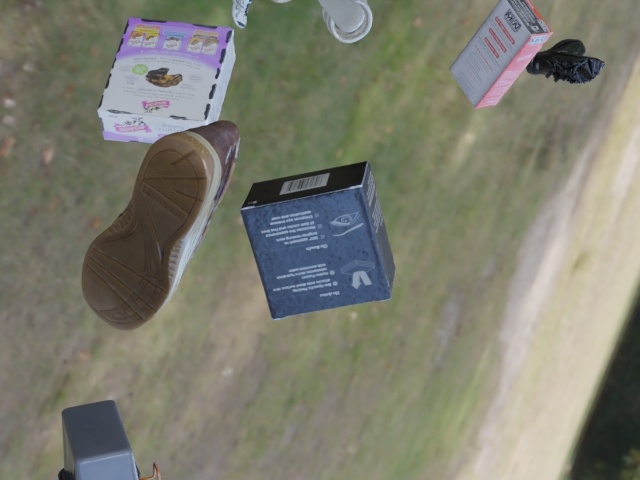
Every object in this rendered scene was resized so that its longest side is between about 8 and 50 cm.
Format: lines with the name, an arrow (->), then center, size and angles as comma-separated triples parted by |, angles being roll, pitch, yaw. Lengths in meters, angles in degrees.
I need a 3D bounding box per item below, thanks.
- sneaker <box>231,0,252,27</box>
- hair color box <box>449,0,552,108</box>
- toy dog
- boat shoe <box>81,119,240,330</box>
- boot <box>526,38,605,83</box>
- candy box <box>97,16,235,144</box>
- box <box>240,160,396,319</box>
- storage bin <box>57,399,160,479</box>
sneaker -> -0.139, -0.424, 2.482 | 0.032, 0.037, 0.083 | -43, 130, -59
hair color box -> 0.229, -0.242, 1.768 | 0.043, 0.072, 0.141 | -12, 152, -37
toy dog -> 0.060, -0.419, 2.163 | 0.333, 0.220, 0.161 | -33, -154, 35
boat shoe -> -0.191, -0.020, 1.716 | 0.123, 0.123, 0.342 | -42, 166, -49
boot -> 0.369, -0.259, 1.998 | 0.121, 0.099, 0.045 | -21, 114, -33
candy box -> -0.227, -0.235, 2.063 | 0.070, 0.164, 0.196 | 89, 11, -53
box -> 0.000, 0.000, 1.714 | 0.093, 0.156, 0.158 | -72, 150, -65
storage bin -> -0.208, 0.221, 1.347 | 0.135, 0.098, 0.091 | -127, -149, -61
